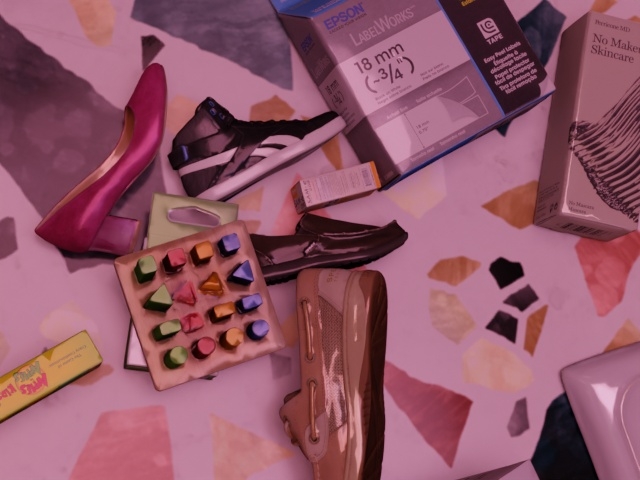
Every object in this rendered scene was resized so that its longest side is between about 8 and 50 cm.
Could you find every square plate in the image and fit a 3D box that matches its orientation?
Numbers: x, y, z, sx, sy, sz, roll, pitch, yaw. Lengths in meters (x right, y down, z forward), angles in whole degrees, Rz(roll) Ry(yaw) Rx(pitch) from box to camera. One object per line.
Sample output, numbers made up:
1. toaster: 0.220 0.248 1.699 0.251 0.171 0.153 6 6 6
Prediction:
1. square plate: 0.520 0.270 1.650 0.347 0.049 0.344 -18 84 -13

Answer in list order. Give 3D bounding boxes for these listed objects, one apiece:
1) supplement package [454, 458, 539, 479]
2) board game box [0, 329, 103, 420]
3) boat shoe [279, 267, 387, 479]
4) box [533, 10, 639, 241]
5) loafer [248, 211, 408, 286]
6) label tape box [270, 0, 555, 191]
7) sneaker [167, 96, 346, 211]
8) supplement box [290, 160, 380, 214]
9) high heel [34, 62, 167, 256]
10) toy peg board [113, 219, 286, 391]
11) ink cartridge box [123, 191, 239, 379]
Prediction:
1. supplement package: 0.188 0.417 1.472 0.204 0.145 0.262 -22 86 -41
2. board game box: -0.338 0.168 1.472 0.181 0.092 0.043 -30 88 -15
3. boat shoe: 0.013 0.202 1.528 0.110 0.121 0.341 4 90 15
4. box: 0.358 -0.145 1.665 0.113 0.094 0.275 11 79 -10
5. loafer: 0.000 0.000 1.575 0.220 0.080 0.078 -12 83 -13
6. label tape box: 0.101 -0.266 1.629 0.240 0.106 0.333 -30 87 -15
7. sneaker: -0.084 -0.136 1.582 0.217 0.079 0.121 -30 89 -13
8. supplement box: 0.018 -0.064 1.599 0.098 0.062 0.036 -15 85 -13
9. high heel: -0.258 -0.104 1.542 0.117 0.082 0.244 14 91 -19
10. toy peg board: -0.133 0.069 1.472 0.161 0.079 0.161 -18 85 -15
11. ink cartridge box: -0.165 0.055 1.541 0.109 0.062 0.209 9 79 -10
